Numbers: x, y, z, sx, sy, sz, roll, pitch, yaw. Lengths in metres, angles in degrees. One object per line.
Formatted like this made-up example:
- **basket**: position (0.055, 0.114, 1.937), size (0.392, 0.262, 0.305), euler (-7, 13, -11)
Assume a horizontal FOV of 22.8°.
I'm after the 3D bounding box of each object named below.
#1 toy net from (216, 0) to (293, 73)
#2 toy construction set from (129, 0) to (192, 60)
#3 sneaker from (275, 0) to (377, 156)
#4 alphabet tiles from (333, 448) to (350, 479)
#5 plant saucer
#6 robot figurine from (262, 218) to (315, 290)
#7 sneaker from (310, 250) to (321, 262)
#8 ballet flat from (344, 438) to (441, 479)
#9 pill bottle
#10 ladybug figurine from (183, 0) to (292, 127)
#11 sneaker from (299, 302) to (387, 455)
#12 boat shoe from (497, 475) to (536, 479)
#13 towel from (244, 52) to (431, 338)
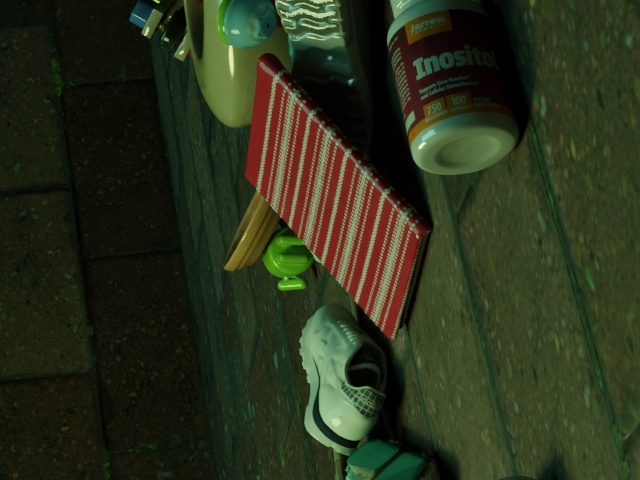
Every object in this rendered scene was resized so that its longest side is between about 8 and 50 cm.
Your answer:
- **toy net**: position (-0.022, -0.216, 1.733), size (0.045, 0.122, 0.232), euler (24, 166, 36)
- **toy construction set**: position (-0.192, -0.367, 2.158), size (0.237, 0.309, 0.257), euler (-132, 45, -80)
- **sneaker**: position (0.025, -0.204, 1.671), size (0.281, 0.105, 0.115), euler (86, -152, -44)
- **alphabet tiles**: position (0.046, 0.305, 1.815), size (0.237, 0.009, 0.198), euler (-98, -11, -63)
- **plant saucer**: position (-0.073, -0.044, 2.144), size (0.200, 0.037, 0.200), euler (-64, 6, 12)
- **robot figurine**: position (-0.043, 0.016, 2.141), size (0.115, 0.067, 0.101), euler (145, 124, -78)
- **sneaker**: position (0.000, 0.000, 2.000), size (0.069, 0.038, 0.098), euler (96, 173, -54)
- **ballet flat**: position (0.085, 0.256, 1.625), size (0.077, 0.091, 0.241), euler (54, 176, -7)
- **pill bottle**: position (0.100, -0.135, 1.250), size (0.086, 0.086, 0.152), euler (105, 156, -63)
- **ladybug figurine**: position (-0.080, -0.361, 1.865), size (0.305, 0.162, 0.449), euler (-162, 66, -79)
- **sneaker**: position (0.036, 0.139, 1.799), size (0.095, 0.090, 0.235), euler (-57, 22, 27)
- **boat shoe**: position (0.160, 0.314, 1.220), size (0.084, 0.095, 0.258), euler (103, 169, -71)
- **towel**: position (0.012, -0.048, 1.645), size (0.275, 0.031, 0.199), euler (49, 152, 25)
